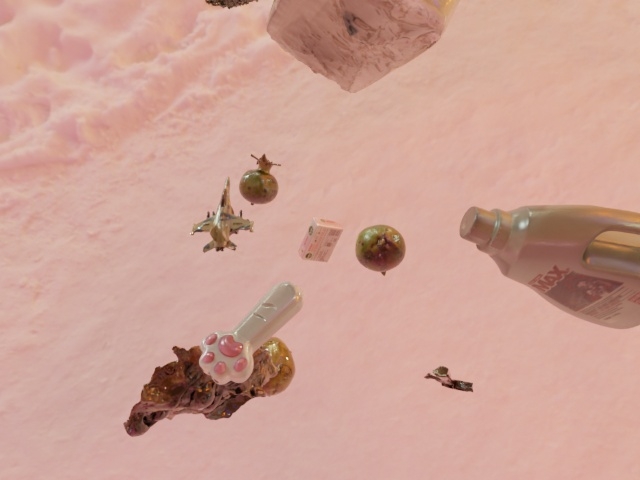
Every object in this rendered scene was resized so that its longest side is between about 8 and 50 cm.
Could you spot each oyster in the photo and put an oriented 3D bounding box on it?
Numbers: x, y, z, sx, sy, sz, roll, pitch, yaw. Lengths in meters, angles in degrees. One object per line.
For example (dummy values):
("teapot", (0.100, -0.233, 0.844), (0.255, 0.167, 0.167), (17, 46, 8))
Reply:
("oyster", (-0.237, 0.333, 1.060), (0.221, 0.361, 0.096), (-48, 57, 17))

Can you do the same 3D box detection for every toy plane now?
("toy plane", (-0.290, -0.078, 1.476), (0.192, 0.088, 0.262), (-2, 52, 5))

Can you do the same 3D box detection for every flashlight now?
("flashlight", (-0.101, 0.136, 0.761), (0.093, 0.048, 0.200), (34, 59, 23))

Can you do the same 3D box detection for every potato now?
("potato", (-0.136, 0.357, 1.383), (0.137, 0.137, 0.176), (-1, 44, 0))

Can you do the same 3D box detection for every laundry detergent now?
("laundry detergent", (0.460, 0.020, 0.899), (0.397, 0.264, 0.125), (20, 52, -6))

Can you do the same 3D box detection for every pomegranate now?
("pomegranate", (-0.217, -0.209, 1.726), (0.148, 0.148, 0.169), (8, 80, 4))
("pomegranate", (0.189, 0.044, 1.512), (0.156, 0.220, 0.156), (-8, 47, 8))

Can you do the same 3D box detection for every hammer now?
("hammer", (0.282, 0.311, 1.105), (0.125, 0.297, 0.027), (9, 73, 22))

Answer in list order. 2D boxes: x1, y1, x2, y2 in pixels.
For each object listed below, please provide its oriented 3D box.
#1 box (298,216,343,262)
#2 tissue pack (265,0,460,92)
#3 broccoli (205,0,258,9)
("box", (0.000, 0.000, 1.400), (0.089, 0.125, 0.043), (9, 31, -31))
("tissue pack", (0.110, -0.432, 0.674), (0.207, 0.297, 0.381), (31, 82, -17))
("broccoli", (-0.177, -0.550, 0.930), (0.193, 0.194, 0.220), (2, 33, 2))
